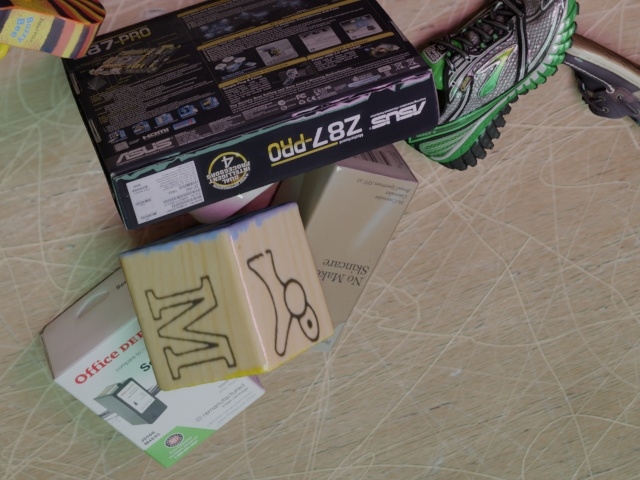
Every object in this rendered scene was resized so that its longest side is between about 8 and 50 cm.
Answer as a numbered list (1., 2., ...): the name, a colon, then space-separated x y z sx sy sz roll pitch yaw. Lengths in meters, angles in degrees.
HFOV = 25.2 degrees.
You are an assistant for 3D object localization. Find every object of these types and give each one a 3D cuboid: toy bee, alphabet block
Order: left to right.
1. toy bee: -0.387 -0.259 1.672 0.298 0.162 0.195 -5 129 -20
2. alphabet block: -0.124 0.074 1.937 0.193 0.197 0.192 -13 -175 34

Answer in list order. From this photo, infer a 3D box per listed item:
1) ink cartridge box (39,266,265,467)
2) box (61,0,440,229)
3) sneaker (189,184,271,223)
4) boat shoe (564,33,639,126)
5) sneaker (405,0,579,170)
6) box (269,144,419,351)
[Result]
1. ink cartridge box: -0.245 0.182 2.100 0.198 0.115 0.273 -38 130 7
2. box: -0.096 -0.190 1.745 0.395 0.318 0.097 -20 132 -10
3. sneaker: -0.065 -0.178 1.902 0.350 0.131 0.148 -39 114 -2
4. boat shoe: 0.429 -0.222 2.092 0.285 0.103 0.092 18 112 -40
5. sneaker: 0.226 -0.250 1.960 0.146 0.134 0.343 19 117 -32
6. box: 0.000 0.000 2.062 0.148 0.121 0.311 9 121 -29
